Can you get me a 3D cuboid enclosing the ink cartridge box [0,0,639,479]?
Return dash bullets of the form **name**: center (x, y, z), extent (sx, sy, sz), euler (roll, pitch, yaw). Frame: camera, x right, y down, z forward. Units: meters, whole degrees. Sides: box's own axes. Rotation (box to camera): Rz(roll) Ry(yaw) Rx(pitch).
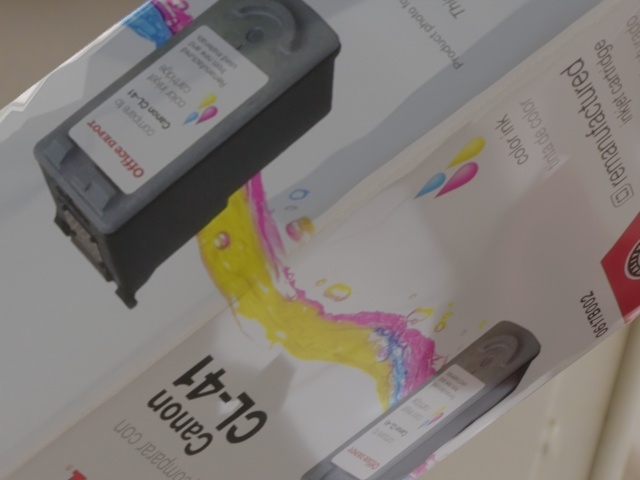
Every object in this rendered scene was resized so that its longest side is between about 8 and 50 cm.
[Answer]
- **ink cartridge box**: center (0.000, 0.000, 0.752), extent (0.131, 0.306, 0.226), euler (51, -2, 30)
